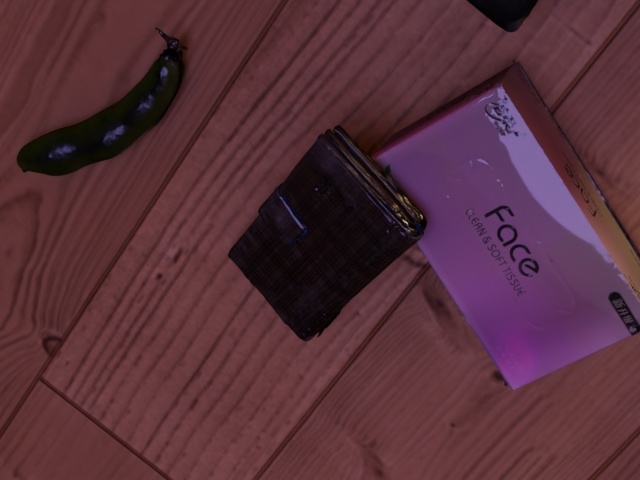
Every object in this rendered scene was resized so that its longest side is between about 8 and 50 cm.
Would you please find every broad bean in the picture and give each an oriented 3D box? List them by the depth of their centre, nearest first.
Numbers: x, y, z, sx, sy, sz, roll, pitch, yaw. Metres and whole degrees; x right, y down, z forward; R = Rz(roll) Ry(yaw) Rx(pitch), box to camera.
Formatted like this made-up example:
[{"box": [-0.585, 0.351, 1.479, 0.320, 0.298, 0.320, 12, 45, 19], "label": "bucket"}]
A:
[{"box": [-0.203, -0.117, 1.290, 0.226, 0.039, 0.069, -36, 102, 25], "label": "broad bean"}]

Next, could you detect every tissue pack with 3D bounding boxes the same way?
[{"box": [0.169, -0.009, 1.177, 0.148, 0.092, 0.246, -30, 99, 27], "label": "tissue pack"}]

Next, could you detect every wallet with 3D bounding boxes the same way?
[{"box": [0.000, 0.000, 1.217, 0.124, 0.042, 0.230, 49, 145, 5], "label": "wallet"}]

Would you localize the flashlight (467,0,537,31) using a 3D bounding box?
[{"box": [0.023, -0.335, 1.105, 0.424, 0.103, 0.103, 39, 117, 3], "label": "flashlight"}]
